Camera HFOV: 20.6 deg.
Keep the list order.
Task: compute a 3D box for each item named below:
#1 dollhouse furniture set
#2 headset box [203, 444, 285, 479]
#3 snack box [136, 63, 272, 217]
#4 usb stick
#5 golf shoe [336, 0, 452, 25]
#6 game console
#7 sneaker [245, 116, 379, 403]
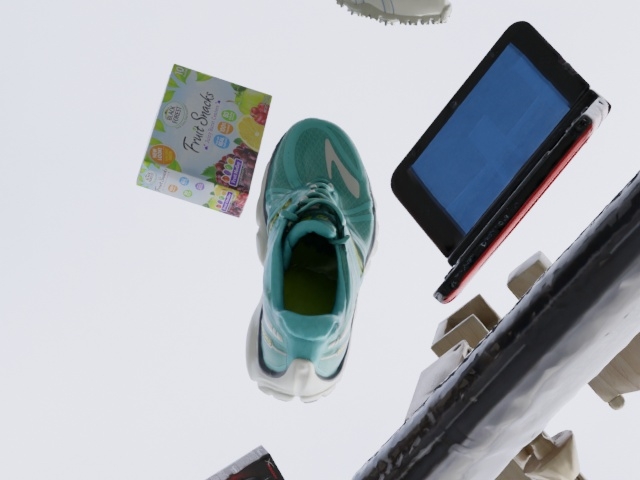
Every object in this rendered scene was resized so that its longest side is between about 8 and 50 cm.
[{"bbox_3d":[0.256,0.070,1.276,0.355,0.303,0.174,-39,-83,18],"label":"dollhouse furniture set"},{"bbox_3d":[-0.062,0.204,1.333,0.083,0.062,0.032,-31,-167,-10],"label":"headset box"},{"bbox_3d":[-0.105,-0.093,1.614,0.100,0.037,0.141,17,-136,-6],"label":"snack box"},{"bbox_3d":[0.108,0.040,0.788,0.077,0.278,0.045,-6,-126,-48],"label":"usb stick"},{"bbox_3d":[0.032,-0.233,1.452,0.176,0.086,0.069,18,-159,-3],"label":"golf shoe"},{"bbox_3d":[0.098,-0.050,1.065,0.085,0.124,0.144,39,-69,5],"label":"game console"},{"bbox_3d":[0.000,0.000,1.436,0.107,0.110,0.275,5,-130,-4],"label":"sneaker"}]
